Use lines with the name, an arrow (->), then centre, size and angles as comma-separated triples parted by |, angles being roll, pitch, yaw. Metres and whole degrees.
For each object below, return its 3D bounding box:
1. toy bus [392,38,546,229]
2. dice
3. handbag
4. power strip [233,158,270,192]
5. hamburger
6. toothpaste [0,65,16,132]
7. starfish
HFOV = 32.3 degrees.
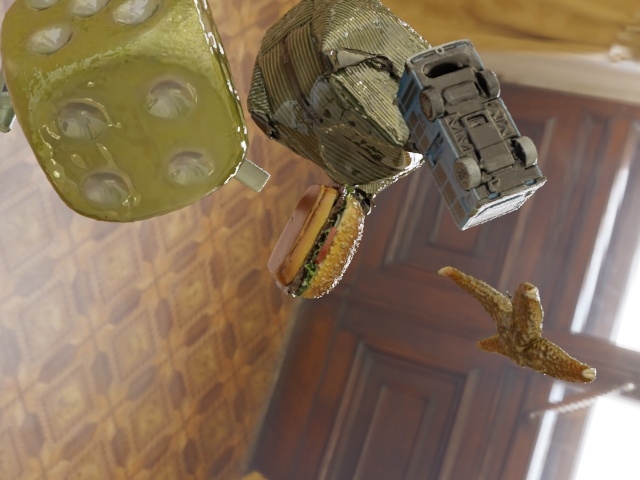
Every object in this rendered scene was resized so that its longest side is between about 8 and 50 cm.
toy bus -> 0.198, -0.145, 1.526 | 0.116, 0.234, 0.133 | -20, 164, -16
dice -> -0.223, -0.179, 1.293 | 0.227, 0.233, 0.238 | -108, 178, -45
handbag -> 0.053, -0.226, 1.779 | 0.340, 0.247, 0.240 | 41, 33, -15
power strip -> -0.238, -0.191, 1.838 | 0.367, 0.106, 0.043 | 34, 89, -33
hamburger -> 0.000, 0.000, 1.461 | 0.166, 0.087, 0.137 | -62, -166, 3
toothpaste -> -0.370, -0.255, 1.414 | 0.069, 0.047, 0.268 | 21, 62, -24
starfish -> 0.241, 0.098, 1.331 | 0.050, 0.247, 0.138 | -34, 107, -20
